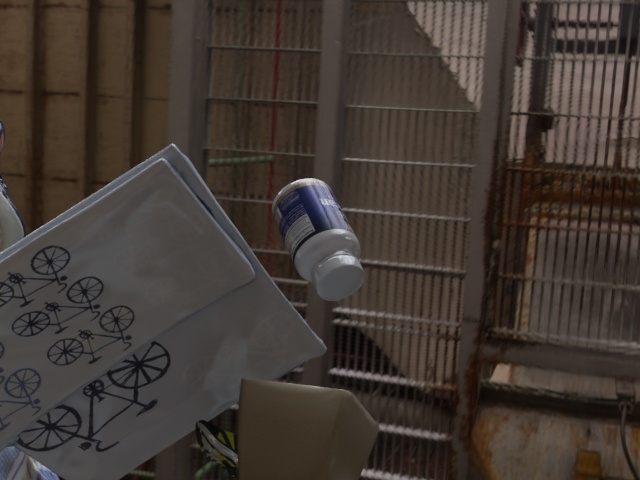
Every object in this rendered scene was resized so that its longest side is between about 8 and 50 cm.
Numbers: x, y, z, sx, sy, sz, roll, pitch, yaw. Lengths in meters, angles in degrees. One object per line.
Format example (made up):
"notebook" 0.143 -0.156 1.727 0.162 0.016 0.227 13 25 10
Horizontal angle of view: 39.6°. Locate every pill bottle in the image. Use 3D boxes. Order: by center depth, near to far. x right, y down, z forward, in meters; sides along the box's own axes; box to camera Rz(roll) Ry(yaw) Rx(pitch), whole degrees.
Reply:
"pill bottle" 0.000 0.000 1.237 0.094 0.094 0.169 -41 -132 18

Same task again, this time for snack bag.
"snack bag" -0.189 0.109 0.847 0.323 0.342 0.037 -33 -135 0

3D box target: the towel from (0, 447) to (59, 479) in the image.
"towel" -0.447 0.360 1.202 0.209 0.034 0.285 -56 -147 -8

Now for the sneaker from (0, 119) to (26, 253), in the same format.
"sneaker" -0.516 -0.118 1.334 0.350 0.148 0.131 44 -52 21

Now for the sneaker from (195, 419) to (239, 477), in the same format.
"sneaker" -0.093 0.205 0.886 0.083 0.035 0.031 34 -48 37

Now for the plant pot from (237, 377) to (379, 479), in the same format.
"plant pot" -0.018 0.195 0.817 0.109 0.109 0.096 3 -118 21
